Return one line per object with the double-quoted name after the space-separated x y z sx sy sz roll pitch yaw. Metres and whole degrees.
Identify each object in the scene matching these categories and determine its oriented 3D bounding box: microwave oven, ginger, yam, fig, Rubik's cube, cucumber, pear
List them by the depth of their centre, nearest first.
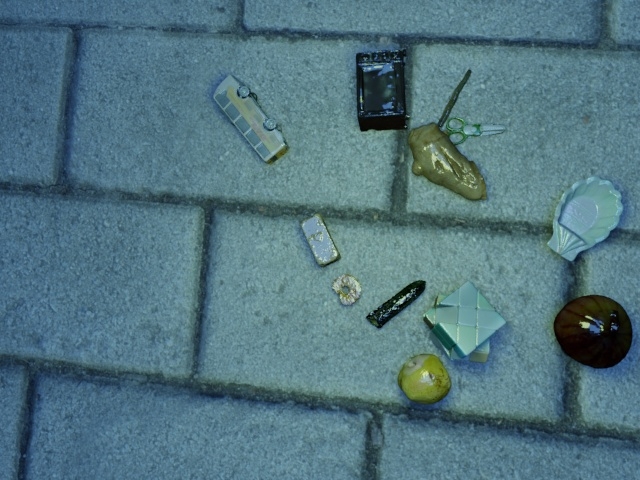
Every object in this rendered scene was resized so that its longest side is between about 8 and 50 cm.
0.879 0.292 1.659 0.234 0.214 0.235 2 111 5 "fig"
0.475 0.280 1.703 0.224 0.213 0.265 -33 71 -12 "Rubik's cube"
0.342 0.462 1.714 0.177 0.178 0.178 -1 85 6 "pear"
0.440 -0.261 1.788 0.354 0.126 0.190 40 85 10 "ginger"
0.271 0.217 1.793 0.245 0.067 0.067 -38 82 4 "cucumber"
0.215 -0.521 1.803 0.177 0.188 0.248 -2 84 6 "microwave oven"
0.481 -0.514 1.857 0.027 0.029 0.234 30 87 -19 "yam"

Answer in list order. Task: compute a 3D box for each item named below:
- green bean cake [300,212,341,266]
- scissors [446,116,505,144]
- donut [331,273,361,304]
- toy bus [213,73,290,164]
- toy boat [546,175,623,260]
0.000 0.000 1.820 0.085 0.109 0.179 -25 83 3 "green bean cake"
0.552 -0.391 1.836 0.204 0.027 0.101 0 86 8 "scissors"
0.096 0.173 1.828 0.097 0.043 0.108 -26 82 4 "donut"
-0.250 -0.444 1.896 0.138 0.097 0.343 -41 83 8 "toy bus"
0.874 -0.073 1.737 0.199 0.100 0.290 36 89 8 "toy boat"
